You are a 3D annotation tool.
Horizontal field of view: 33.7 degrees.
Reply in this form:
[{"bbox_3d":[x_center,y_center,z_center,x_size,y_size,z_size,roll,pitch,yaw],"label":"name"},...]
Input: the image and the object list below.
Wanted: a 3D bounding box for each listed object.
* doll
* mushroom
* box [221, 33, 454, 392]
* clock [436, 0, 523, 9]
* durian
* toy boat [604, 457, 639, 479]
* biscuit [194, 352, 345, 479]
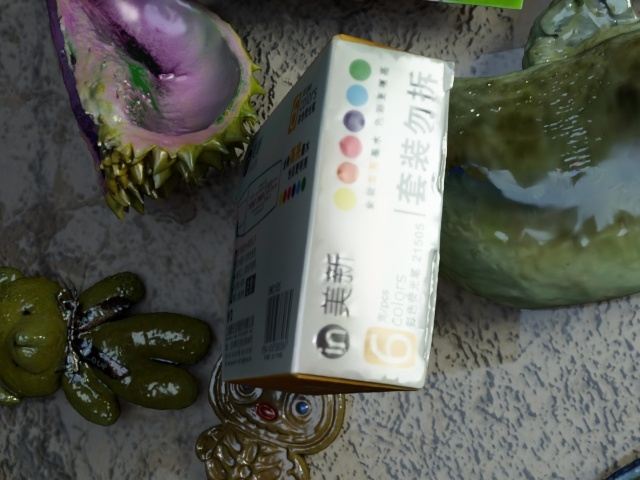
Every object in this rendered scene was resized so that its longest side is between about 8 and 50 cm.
[{"bbox_3d":[-0.202,0.090,0.916,0.209,0.097,0.137,4,81,12],"label":"doll"},{"bbox_3d":[0.199,-0.071,0.778,0.344,0.130,0.247,-6,95,15],"label":"mushroom"},{"bbox_3d":[0.000,0.000,0.759,0.091,0.274,0.220,9,81,-14],"label":"box"},{"bbox_3d":[0.031,-0.305,0.818,0.310,0.166,0.235,10,108,15],"label":"clock"},{"bbox_3d":[-0.141,-0.131,0.885,0.186,0.154,0.260,-12,58,1],"label":"durian"},{"bbox_3d":[0.243,0.218,0.755,0.262,0.115,0.114,-41,76,10],"label":"toy boat"},{"bbox_3d":[-0.046,0.157,0.895,0.124,0.026,0.175,18,91,18],"label":"biscuit"}]
